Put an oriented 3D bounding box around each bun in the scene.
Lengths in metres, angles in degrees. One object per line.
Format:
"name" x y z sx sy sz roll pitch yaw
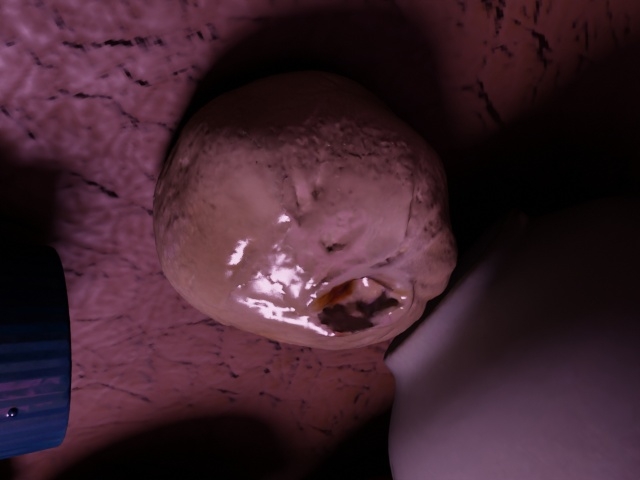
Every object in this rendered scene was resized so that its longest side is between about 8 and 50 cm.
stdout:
"bun" 0.000 0.000 0.416 0.173 0.113 0.167 5 128 -23

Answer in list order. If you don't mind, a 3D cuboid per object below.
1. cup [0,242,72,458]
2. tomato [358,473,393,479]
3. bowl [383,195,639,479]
"cup" -0.208 0.038 0.374 0.155 0.131 0.177 1 104 -28
"tomato" 0.058 0.360 0.634 0.272 0.341 0.341 36 111 -20
"bowl" 0.133 0.073 0.476 0.146 0.289 0.289 39 115 4
